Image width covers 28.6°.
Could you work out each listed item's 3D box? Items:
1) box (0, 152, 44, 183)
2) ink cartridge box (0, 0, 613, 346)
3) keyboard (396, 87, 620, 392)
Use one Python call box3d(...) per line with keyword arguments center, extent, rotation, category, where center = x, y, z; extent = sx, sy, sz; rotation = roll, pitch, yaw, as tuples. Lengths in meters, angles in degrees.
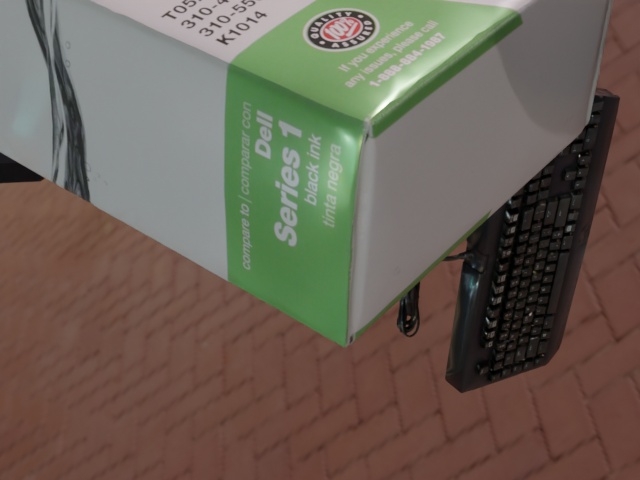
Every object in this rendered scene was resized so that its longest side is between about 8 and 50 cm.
box3d(center=(-0.347, -0.185, 0.967), extent=(0.073, 0.295, 0.293), rotation=(40, 126, 50), category="box")
box3d(center=(-0.028, -0.080, 0.459), extent=(0.219, 0.093, 0.160), rotation=(27, 46, 26), category="ink cartridge box")
box3d(center=(0.151, 0.014, 1.093), extent=(0.201, 0.317, 0.033), rotation=(-11, 40, -18), category="keyboard")
